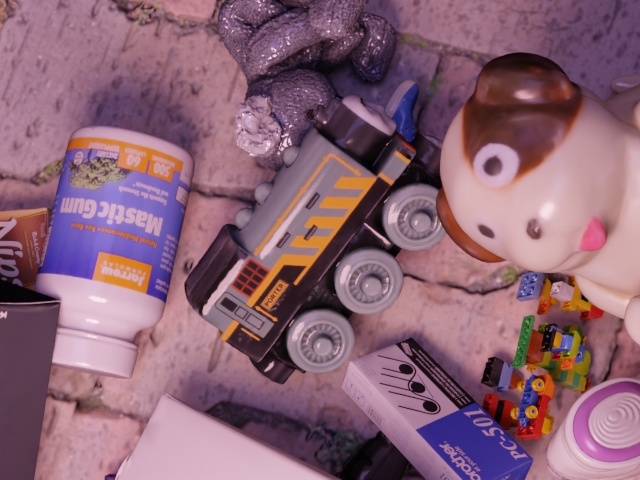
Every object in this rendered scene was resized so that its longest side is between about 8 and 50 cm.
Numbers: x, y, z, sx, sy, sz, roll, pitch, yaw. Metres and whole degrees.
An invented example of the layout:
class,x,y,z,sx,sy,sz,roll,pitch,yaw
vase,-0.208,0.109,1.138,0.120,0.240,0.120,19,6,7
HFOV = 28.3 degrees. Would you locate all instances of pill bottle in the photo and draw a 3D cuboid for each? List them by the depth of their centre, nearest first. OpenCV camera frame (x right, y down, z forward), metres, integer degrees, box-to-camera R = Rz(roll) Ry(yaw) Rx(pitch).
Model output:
class,x,y,z,sx,sy,sz,roll,pitch,yaw
pill bottle,-0.244,0.017,1.469,0.152,0.152,0.272,9,79,8

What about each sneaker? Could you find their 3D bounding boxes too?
class,x,y,z,sx,sy,sz,roll,pitch,yaw
sneaker,0.376,0.183,1.388,0.305,0.152,0.114,-14,67,-20
sneaker,0.040,0.334,1.411,0.106,0.101,0.267,32,86,-6
sneaker,0.108,-0.109,1.501,0.084,0.058,0.152,21,85,16

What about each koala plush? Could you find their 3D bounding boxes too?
class,x,y,z,sx,sy,sz,roll,pitch,yaw
koala plush,-0.034,-0.177,1.478,0.203,0.196,0.221,3,79,19

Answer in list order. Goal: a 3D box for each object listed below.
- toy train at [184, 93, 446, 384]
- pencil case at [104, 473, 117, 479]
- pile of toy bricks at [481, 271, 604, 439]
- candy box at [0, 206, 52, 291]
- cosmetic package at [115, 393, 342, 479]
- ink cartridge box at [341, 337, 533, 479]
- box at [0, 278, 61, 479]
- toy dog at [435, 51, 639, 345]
class,x,y,z,sx,sy,sz,roll,pitch,yaw
toy train,0.000,0.000,1.402,0.190,0.142,0.334,34,100,-18
pencil case,-0.226,0.344,1.441,0.064,0.070,0.152,-2,75,50
pile of toy bricks,0.265,0.134,1.423,0.105,0.118,0.212,27,68,-23
candy box,-0.372,0.058,1.526,0.109,0.053,0.187,-4,79,6
cosmetic package,-0.054,0.315,1.291,0.365,0.155,0.197,19,78,47
ink cartridge box,0.125,0.199,1.385,0.097,0.046,0.207,-17,48,-36
box,-0.403,0.173,1.413,0.184,0.103,0.261,16,99,37
toy dog,0.325,-0.077,1.297,0.407,0.285,0.395,-1,50,-21
